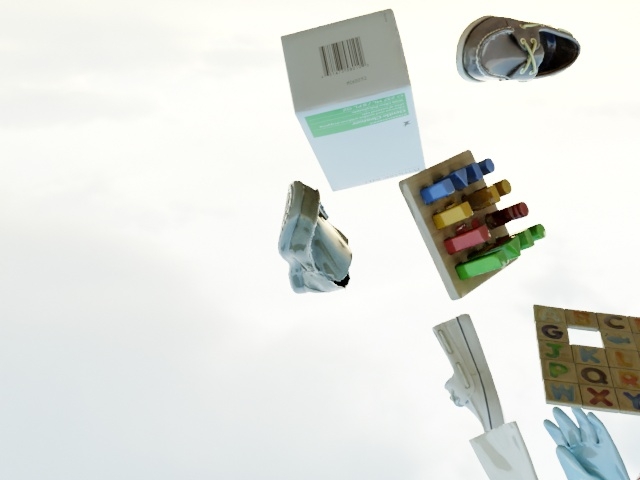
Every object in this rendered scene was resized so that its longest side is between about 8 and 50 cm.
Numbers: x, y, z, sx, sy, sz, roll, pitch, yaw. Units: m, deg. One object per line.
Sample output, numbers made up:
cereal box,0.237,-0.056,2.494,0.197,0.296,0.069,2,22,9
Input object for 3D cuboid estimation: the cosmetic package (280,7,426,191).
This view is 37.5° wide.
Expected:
cosmetic package,0.068,-0.231,1.641,0.197,0.155,0.365,-14,160,7

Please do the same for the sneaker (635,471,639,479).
sneaker,0.668,0.412,1.707,0.225,0.088,0.092,-25,-110,-17

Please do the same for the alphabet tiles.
alphabet tiles,0.374,0.143,1.103,0.237,0.009,0.198,6,-151,4

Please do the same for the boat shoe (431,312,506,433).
boat shoe,0.265,0.257,1.681,0.088,0.096,0.267,-18,-118,6

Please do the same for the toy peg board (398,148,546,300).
toy peg board,0.200,-0.033,1.174,0.079,0.160,0.161,-23,-178,42

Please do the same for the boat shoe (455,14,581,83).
boat shoe,0.349,-0.330,1.647,0.097,0.116,0.324,17,-160,35

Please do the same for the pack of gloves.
pack of gloves,0.293,0.326,1.156,0.195,0.232,0.046,-34,164,38

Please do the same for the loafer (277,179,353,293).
loafer,0.000,0.000,1.217,0.087,0.094,0.251,6,158,7
